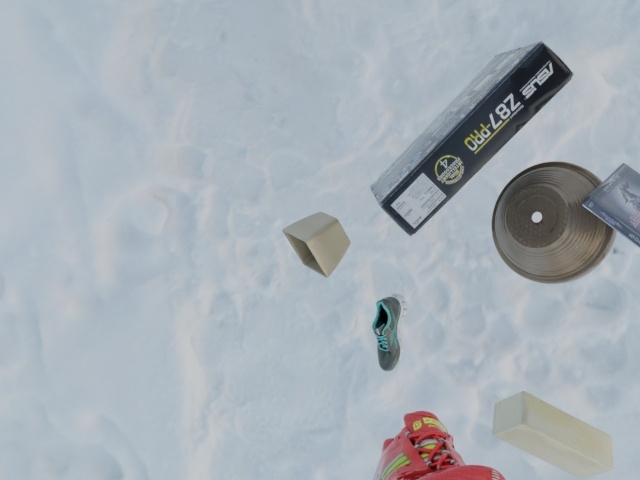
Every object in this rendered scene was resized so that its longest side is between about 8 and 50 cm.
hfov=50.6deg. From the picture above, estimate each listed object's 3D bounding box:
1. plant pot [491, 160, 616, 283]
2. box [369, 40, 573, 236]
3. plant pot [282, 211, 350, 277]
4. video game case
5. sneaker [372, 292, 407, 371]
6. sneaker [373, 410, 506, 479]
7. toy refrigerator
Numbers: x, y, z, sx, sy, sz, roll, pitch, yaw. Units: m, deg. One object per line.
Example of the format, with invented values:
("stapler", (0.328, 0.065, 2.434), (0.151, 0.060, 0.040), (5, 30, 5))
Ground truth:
("plant pot", (0.424, -0.039, 1.278), (0.237, 0.109, 0.238), (-6, 80, 36))
("box", (0.266, -0.200, 1.315), (0.097, 0.318, 0.395), (43, 97, -9))
("plant pot", (0.000, 0.000, 1.481), (0.109, 0.096, 0.109), (26, 151, 55))
("video game case", (0.597, -0.016, 1.157), (0.274, 0.196, 0.026), (42, 134, 17))
("sneaker", (0.135, 0.195, 1.432), (0.065, 0.076, 0.167), (4, 91, 41))
("sneaker", (0.103, 0.230, 0.681), (0.107, 0.118, 0.279), (10, 159, -8))
("toy refrigerator", (0.539, 0.449, 1.570), (0.269, 0.094, 0.102), (28, 140, -14))
